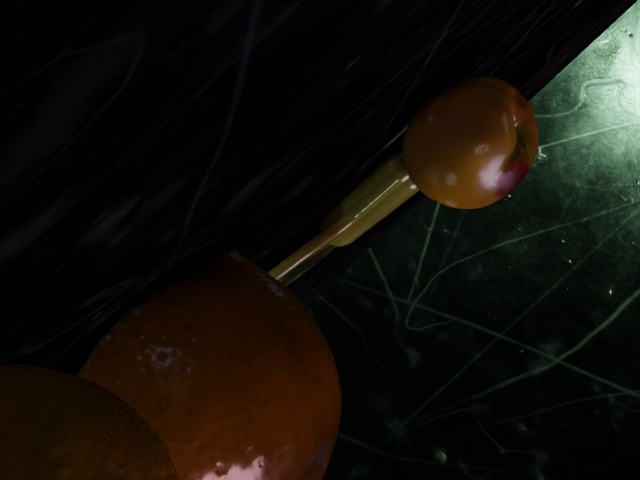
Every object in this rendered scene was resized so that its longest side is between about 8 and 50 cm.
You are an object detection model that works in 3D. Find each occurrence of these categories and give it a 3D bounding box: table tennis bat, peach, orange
[{"bbox_3d":[0.000,0.000,1.755,0.321,0.050,0.198,-39,176,32],"label":"table tennis bat"},{"bbox_3d":[0.148,-0.095,1.504,0.138,0.138,0.138,-41,176,-3],"label":"peach"},{"bbox_3d":[-0.108,0.147,1.275,0.274,0.274,0.310,-42,-162,8],"label":"orange"},{"bbox_3d":[-0.173,0.163,0.784,0.206,0.206,0.206,-41,176,-3],"label":"orange"}]
